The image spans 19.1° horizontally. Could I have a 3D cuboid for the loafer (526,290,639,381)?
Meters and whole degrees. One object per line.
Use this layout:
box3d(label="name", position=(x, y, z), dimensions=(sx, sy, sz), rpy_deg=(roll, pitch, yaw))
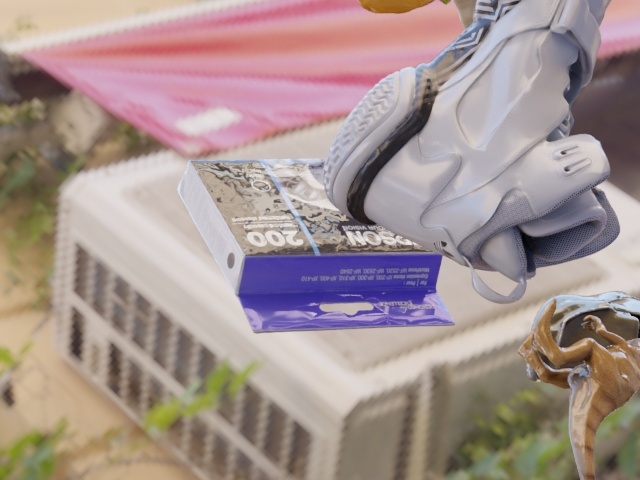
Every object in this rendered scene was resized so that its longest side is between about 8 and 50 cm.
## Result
box3d(label="loafer", position=(0.315, 0.106, 2.121), dimensions=(0.251, 0.087, 0.094), rpy_deg=(-17, -66, -51))

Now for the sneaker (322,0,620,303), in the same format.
box3d(label="sneaker", position=(0.191, -0.115, 1.559), dimensions=(0.366, 0.210, 0.137), rpy_deg=(-46, -26, -10))

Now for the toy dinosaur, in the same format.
box3d(label="toy dinosaur", position=(0.186, 0.098, 1.295), dimensions=(0.211, 0.112, 0.064), rpy_deg=(-45, -11, -53))

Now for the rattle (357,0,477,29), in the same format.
box3d(label="rattle", position=(0.154, -0.269, 1.927), dimensions=(0.143, 0.130, 0.200), rpy_deg=(-30, 7, 40))

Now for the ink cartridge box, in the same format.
box3d(label="ink cartridge box", position=(0.000, 0.000, 1.723), dimensions=(0.206, 0.208, 0.045), rpy_deg=(-1, -50, -27))
